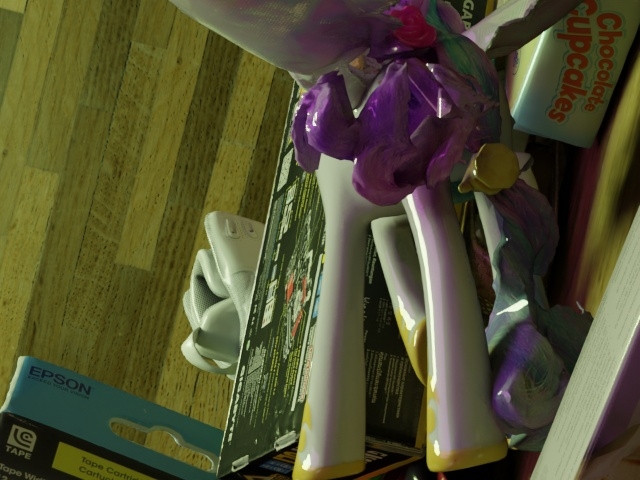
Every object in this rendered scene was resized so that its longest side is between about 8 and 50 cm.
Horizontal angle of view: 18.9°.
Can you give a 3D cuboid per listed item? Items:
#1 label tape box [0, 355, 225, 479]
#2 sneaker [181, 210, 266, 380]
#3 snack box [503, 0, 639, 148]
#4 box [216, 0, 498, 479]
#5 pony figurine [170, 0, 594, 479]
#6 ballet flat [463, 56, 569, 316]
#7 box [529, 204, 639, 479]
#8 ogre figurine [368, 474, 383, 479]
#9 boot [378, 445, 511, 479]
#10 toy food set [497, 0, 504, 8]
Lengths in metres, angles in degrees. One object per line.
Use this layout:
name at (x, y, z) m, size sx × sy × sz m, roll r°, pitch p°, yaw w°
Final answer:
label tape box at (-0.151, 0.267, 1.346) m, size 0.348 × 0.249 × 0.115 m, roll -81°, pitch 18°, yaw -52°
sneaker at (0.000, 0.000, 1.700) m, size 0.137 × 0.210 × 0.366 m, roll 109°, pitch 173°, yaw -48°
snack box at (0.170, -0.221, 1.234) m, size 0.322 × 0.060 × 0.187 m, roll -83°, pitch 8°, yaw -56°
box at (0.022, 0.000, 1.281) m, size 0.257 × 0.079 × 0.322 m, roll 142°, pitch 140°, yaw -67°
pony figurine at (0.050, -0.067, 0.988) m, size 0.351 × 0.302 × 0.364 m, roll 158°, pitch 103°, yaw -67°
ballet flat at (0.126, -0.051, 1.210) m, size 0.067 × 0.073 × 0.206 m, roll 98°, pitch 174°, yaw -62°
box at (0.141, 0.049, 0.757) m, size 0.067 × 0.063 × 0.324 m, roll -86°, pitch 11°, yaw -59°
ogre figurine at (0.036, 0.167, 1.403) m, size 0.118 × 0.096 × 0.197 m, roll -48°, pitch 35°, yaw 46°
boot at (0.053, 0.228, 1.179) m, size 0.176 × 0.088 × 0.244 m, roll 118°, pitch 169°, yaw -66°
toy food set at (0.107, -0.049, 1.437) m, size 0.306 × 0.092 × 0.220 m, roll 120°, pitch 168°, yaw -48°
